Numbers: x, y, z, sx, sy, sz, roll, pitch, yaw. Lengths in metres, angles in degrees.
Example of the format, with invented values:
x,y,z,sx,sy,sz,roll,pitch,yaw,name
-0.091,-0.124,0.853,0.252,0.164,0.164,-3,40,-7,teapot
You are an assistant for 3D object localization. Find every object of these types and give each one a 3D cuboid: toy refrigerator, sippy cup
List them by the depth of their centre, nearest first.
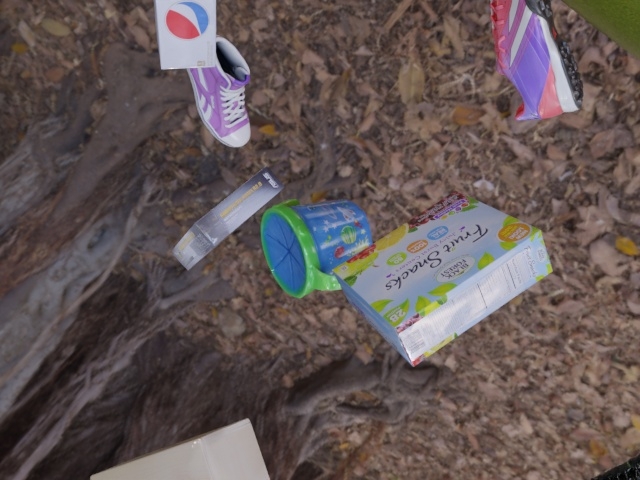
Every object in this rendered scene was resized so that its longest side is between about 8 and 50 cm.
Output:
x,y,z,sx,sy,sz,roll,pitch,yaw,name
-0.191,0.327,0.830,0.269,0.094,0.102,-30,76,36,toy refrigerator
0.000,0.000,1.560,0.305,0.224,0.240,65,152,12,sippy cup

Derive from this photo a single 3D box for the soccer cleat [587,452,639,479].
x,y,z,sx,sy,sz,roll,pitch,yaw,name
0.318,0.269,0.654,0.072,0.060,0.179,5,140,-18,soccer cleat

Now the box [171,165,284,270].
x,y,z,sx,sy,sz,roll,pitch,yaw,name
-0.186,-0.039,1.197,0.056,0.183,0.231,50,154,-5,box

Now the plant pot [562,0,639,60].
x,y,z,sx,sy,sz,roll,pitch,yaw,name
0.314,-0.217,0.350,0.353,0.366,0.366,42,150,-12,plant pot

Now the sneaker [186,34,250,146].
x,y,z,sx,sy,sz,roll,pitch,yaw,name
-0.199,-0.311,1.331,0.161,0.102,0.282,26,149,44,sneaker

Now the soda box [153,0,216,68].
x,y,z,sx,sy,sz,roll,pitch,yaw,name
-0.164,-0.314,0.739,0.074,0.069,0.216,-6,143,-14,soda box

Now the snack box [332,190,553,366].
x,y,z,sx,sy,sz,roll,pitch,yaw,name
0.145,0.037,0.764,0.070,0.207,0.174,62,170,-29,snack box

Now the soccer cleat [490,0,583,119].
x,y,z,sx,sy,sz,roll,pitch,yaw,name
0.316,-0.333,0.982,0.116,0.108,0.318,-15,120,34,soccer cleat
